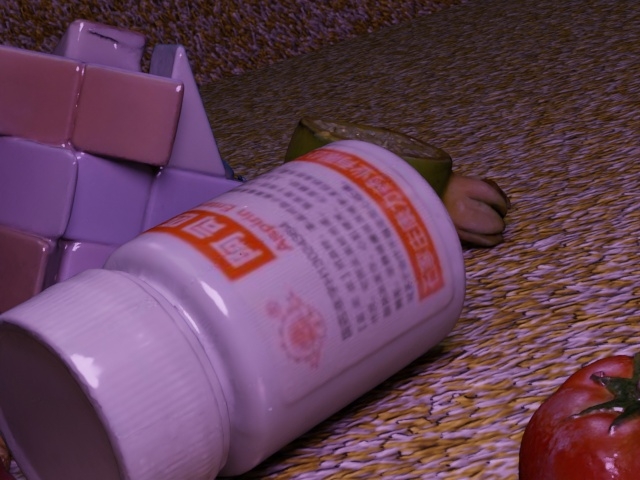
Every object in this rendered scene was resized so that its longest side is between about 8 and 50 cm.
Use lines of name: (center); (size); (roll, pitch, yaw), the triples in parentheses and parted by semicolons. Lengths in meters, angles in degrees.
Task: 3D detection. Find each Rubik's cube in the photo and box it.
Rubik's cube: (-0.276, -0.059, 1.506); (0.368, 0.358, 0.387); (11, 1, -27)

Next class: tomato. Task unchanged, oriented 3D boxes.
tomato: (0.221, 0.125, 0.870); (0.225, 0.085, 0.225); (-17, 18, 6)

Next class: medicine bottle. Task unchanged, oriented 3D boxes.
medicine bottle: (-0.071, 0.071, 1.119); (0.371, 0.211, 0.211); (-28, 19, -36)

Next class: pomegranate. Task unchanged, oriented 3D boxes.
pomegranate: (0.068, -0.038, 1.488); (0.241, 0.159, 0.190); (3, 16, -30)

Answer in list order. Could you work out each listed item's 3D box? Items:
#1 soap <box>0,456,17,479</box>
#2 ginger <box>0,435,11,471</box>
soap: (-0.363, 0.167, 1.132); (0.273, 0.218, 0.098); (8, 45, 49)
ginger: (-0.231, 0.166, 1.258); (0.193, 0.052, 0.176); (-21, 21, -10)
